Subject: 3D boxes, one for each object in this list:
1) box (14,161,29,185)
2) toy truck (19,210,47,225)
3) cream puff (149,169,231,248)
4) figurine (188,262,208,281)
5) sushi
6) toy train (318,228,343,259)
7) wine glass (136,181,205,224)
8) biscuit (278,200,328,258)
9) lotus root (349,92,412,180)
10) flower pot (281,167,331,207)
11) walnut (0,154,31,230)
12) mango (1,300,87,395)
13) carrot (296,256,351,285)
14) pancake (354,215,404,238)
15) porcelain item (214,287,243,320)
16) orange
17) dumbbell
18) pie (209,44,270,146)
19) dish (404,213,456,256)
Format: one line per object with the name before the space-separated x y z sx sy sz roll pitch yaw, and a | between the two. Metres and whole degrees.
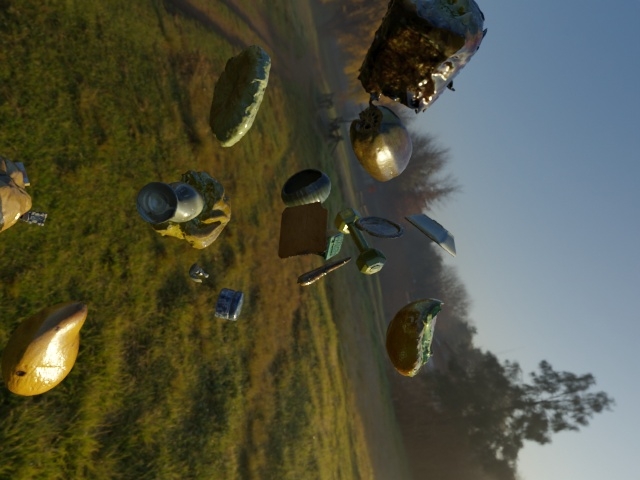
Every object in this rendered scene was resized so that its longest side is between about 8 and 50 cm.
box | -0.932 -0.203 1.341 0.046 0.012 0.083 -15 70 -40
toy truck | -0.841 -0.069 1.275 0.083 0.044 0.039 39 68 -86
cream puff | -0.516 -0.108 1.789 0.270 0.323 0.274 46 -6 -6
figurine | -0.629 0.167 2.232 0.086 0.082 0.094 42 -12 -36
sushi | 0.290 -0.554 1.237 0.281 0.299 0.294 40 -35 7
toy train | 0.000 0.000 2.423 0.266 0.202 0.145 -25 130 -68
wine glass | -0.431 -0.113 1.285 0.241 0.126 0.126 -63 137 -84
biscuit | -0.070 -0.046 1.787 0.013 0.232 0.236 35 52 -54
lotus root | 0.140 -0.213 0.989 0.123 0.124 0.241 54 8 26
flower pot | -0.067 -0.235 2.062 0.157 0.243 0.189 59 4 -49
walnut | -0.866 -0.110 1.071 0.257 0.257 0.224 54 21 -68
mango | -0.696 0.264 1.099 0.120 0.295 0.177 35 18 20
carrot | 0.019 0.117 1.733 0.049 0.254 0.049 47 -29 37
pancake | 0.220 -0.051 1.634 0.199 0.199 0.021 -84 -177 -67
porcelain item | -0.436 0.309 2.106 0.147 0.114 0.147 -167 -90 -88
orange | 0.371 0.361 1.715 0.334 0.196 0.262 -38 152 -37
dumbbell | 0.163 0.000 1.827 0.108 0.121 0.302 71 -5 -58
pie | -0.238 -0.415 1.257 0.071 0.306 0.306 16 51 -37
dish | 0.516 -0.042 1.975 0.182 0.080 0.243 29 12 -45
